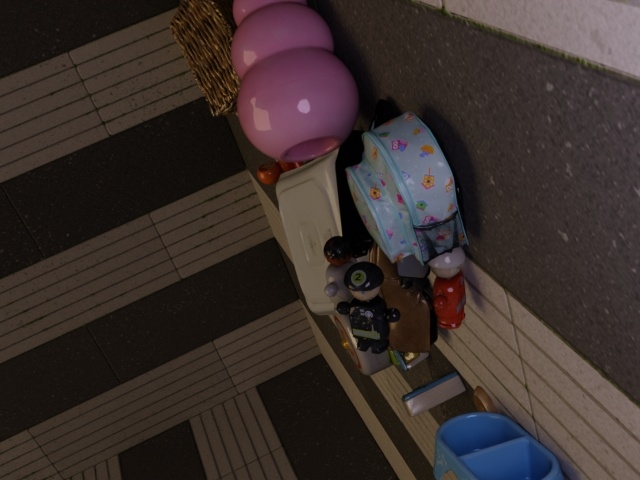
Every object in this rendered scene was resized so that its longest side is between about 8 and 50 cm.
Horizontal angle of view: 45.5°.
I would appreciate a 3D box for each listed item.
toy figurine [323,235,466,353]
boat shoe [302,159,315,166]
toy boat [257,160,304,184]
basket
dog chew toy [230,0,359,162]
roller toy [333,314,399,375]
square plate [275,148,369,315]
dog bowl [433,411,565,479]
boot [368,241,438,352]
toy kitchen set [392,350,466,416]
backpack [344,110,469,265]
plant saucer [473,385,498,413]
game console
[{"bbox_3d":[0.113,0.056,1.215,0.209,0.213,0.148,-125,22,-61],"label":"toy figurine"},{"bbox_3d":[0.010,-0.153,1.698,0.077,0.070,0.219,67,171,-13],"label":"boat shoe"},{"bbox_3d":[-0.089,-0.192,1.919,0.231,0.151,0.151,65,171,-2],"label":"toy boat"},{"bbox_3d":[-0.199,-0.494,1.925,0.213,0.223,0.299,-37,76,48],"label":"basket"},{"bbox_3d":[-0.059,-0.305,1.296,0.206,0.207,0.331,101,154,-76],"label":"dog chew toy"},{"bbox_3d":[0.119,0.225,1.864,0.209,0.146,0.191,151,95,-82],"label":"roller toy"},{"bbox_3d":[0.000,0.000,1.659,0.344,0.049,0.347,-13,93,66],"label":"square plate"},{"bbox_3d":[0.286,0.367,1.243,0.297,0.166,0.074,-145,42,-74],"label":"dog bowl"},{"bbox_3d":[0.164,0.081,1.449,0.115,0.112,0.305,9,122,33],"label":"boot"},{"bbox_3d":[0.196,0.274,1.620,0.166,0.122,0.207,63,171,10],"label":"toy kitchen set"},{"bbox_3d":[0.116,-0.074,1.050,0.188,0.145,0.165,79,169,-48],"label":"backpack"},{"bbox_3d":[0.306,0.311,1.416,0.083,0.015,0.083,63,171,17],"label":"plant saucer"},{"bbox_3d":[0.073,-0.123,1.308,0.361,0.044,0.213,108,158,-66],"label":"game console"}]
